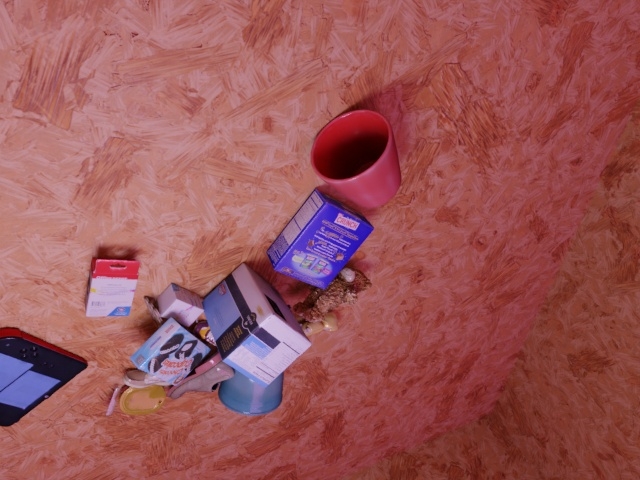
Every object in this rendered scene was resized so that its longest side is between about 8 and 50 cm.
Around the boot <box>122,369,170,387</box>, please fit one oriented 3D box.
[{"bbox_3d":[-0.634,0.487,1.812,0.213,0.077,0.165,14,119,-44],"label":"boot"}]

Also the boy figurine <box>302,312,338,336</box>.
[{"bbox_3d":[-0.054,0.397,2.034,0.285,0.092,0.177,-18,164,-26],"label":"boy figurine"}]

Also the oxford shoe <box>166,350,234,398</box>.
[{"bbox_3d":[-0.484,0.571,1.871,0.348,0.123,0.130,-37,94,29],"label":"oxford shoe"}]

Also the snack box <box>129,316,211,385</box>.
[{"bbox_3d":[-0.525,0.406,1.682,0.187,0.060,0.322,-47,157,-16],"label":"snack box"}]

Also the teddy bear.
[{"bbox_3d":[0.043,0.207,1.867,0.338,0.245,0.113,-27,106,-8],"label":"teddy bear"}]

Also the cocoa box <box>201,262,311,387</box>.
[{"bbox_3d":[-0.237,0.292,1.660,0.228,0.347,0.231,-43,127,0],"label":"cocoa box"}]

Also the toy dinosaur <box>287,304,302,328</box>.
[{"bbox_3d":[-0.185,0.298,1.887,0.268,0.064,0.118,18,104,-11],"label":"toy dinosaur"}]

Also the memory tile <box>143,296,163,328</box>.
[{"bbox_3d":[-0.577,0.272,1.649,0.012,0.113,0.148,-32,136,-28],"label":"memory tile"}]

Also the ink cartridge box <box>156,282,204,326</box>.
[{"bbox_3d":[-0.493,0.233,1.677,0.090,0.092,0.143,-46,134,10],"label":"ink cartridge box"}]

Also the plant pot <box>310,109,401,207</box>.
[{"bbox_3d":[0.141,-0.247,1.546,0.275,0.275,0.243,-39,143,4],"label":"plant pot"}]

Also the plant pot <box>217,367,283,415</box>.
[{"bbox_3d":[-0.272,0.529,1.937,0.272,0.272,0.255,0,111,-29],"label":"plant pot"}]

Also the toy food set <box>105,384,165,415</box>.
[{"bbox_3d":[-0.736,0.622,1.877,0.218,0.071,0.128,11,95,-35],"label":"toy food set"}]

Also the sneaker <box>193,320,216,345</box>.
[{"bbox_3d":[-0.410,0.373,1.829,0.185,0.084,0.069,39,78,-48],"label":"sneaker"}]

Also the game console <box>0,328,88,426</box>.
[{"bbox_3d":[-1.054,0.473,1.579,0.386,0.060,0.342,-37,134,3],"label":"game console"}]

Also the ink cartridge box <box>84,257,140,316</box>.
[{"bbox_3d":[-0.669,0.135,1.508,0.134,0.078,0.231,5,122,-33],"label":"ink cartridge box"}]

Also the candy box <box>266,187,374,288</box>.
[{"bbox_3d":[0.000,0.000,1.745,0.268,0.122,0.317,26,111,-39],"label":"candy box"}]
